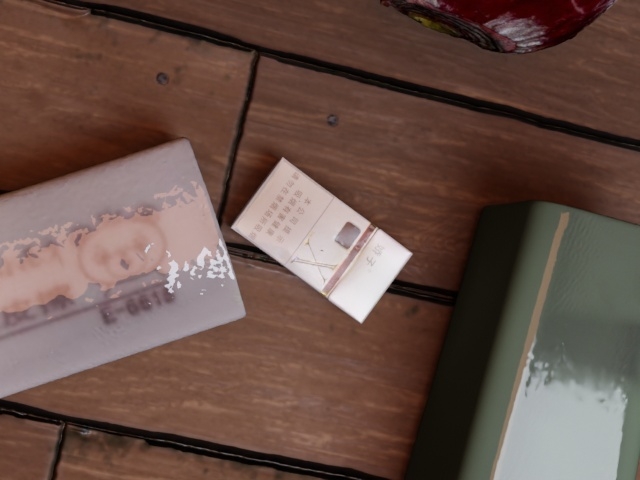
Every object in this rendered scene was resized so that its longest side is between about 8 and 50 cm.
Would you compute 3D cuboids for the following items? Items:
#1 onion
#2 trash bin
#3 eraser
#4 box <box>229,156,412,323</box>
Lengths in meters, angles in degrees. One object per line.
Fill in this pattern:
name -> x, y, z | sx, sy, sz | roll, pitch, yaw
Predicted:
onion -> 0.187, -0.272, 1.088 | 0.207, 0.206, 0.216 | 27, 89, -8
trash bin -> 0.194, 0.147, 1.100 | 0.158, 0.223, 0.343 | 16, 87, -8
eraser -> -0.221, 0.028, 1.101 | 0.270, 0.095, 0.174 | -18, 96, -6
box -> 0.000, 0.000, 1.154 | 0.154, 0.040, 0.084 | 36, 86, -6
